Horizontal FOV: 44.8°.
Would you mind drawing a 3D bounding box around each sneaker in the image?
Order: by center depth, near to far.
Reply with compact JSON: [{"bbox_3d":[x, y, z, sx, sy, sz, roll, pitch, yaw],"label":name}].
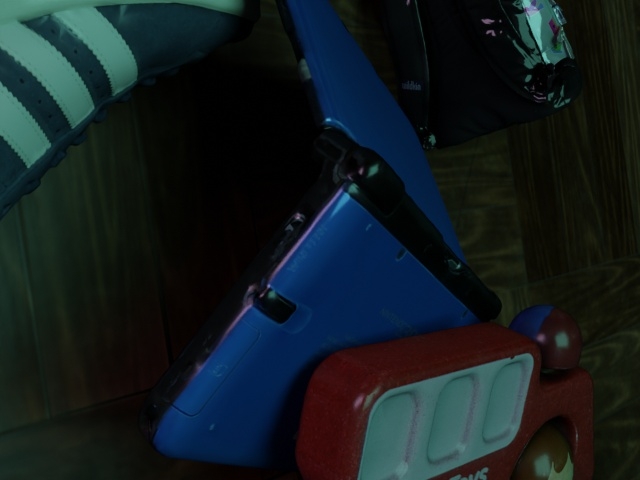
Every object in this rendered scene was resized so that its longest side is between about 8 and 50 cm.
[{"bbox_3d":[-0.163,-0.068,0.387,0.350,0.131,0.148,-25,123,-47],"label":"sneaker"}]

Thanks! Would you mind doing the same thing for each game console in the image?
[{"bbox_3d":[0.000,0.000,0.507,0.250,0.173,0.293,-52,150,0],"label":"game console"}]

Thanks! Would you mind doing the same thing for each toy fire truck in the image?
[{"bbox_3d":[0.096,0.171,0.497,0.302,0.169,0.253,-3,109,-44],"label":"toy fire truck"}]

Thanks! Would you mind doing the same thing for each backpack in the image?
[{"bbox_3d":[0.125,-0.183,0.651,0.115,0.152,0.181,-42,111,-55],"label":"backpack"}]
